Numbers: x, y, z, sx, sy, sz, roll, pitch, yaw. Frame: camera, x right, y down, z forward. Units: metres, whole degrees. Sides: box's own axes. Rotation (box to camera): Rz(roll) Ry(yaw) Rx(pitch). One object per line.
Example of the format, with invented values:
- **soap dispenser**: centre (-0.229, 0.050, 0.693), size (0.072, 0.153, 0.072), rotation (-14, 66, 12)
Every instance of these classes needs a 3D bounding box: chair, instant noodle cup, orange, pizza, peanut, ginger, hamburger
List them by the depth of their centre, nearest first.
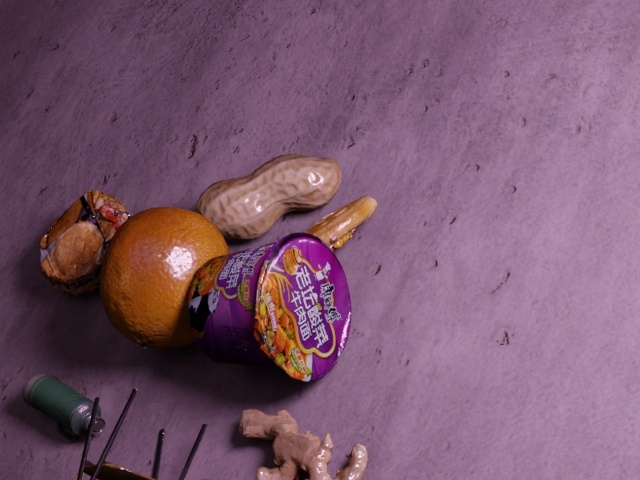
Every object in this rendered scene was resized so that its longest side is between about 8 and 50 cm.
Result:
- **ginger**: centre (-0.053, 0.357, 1.825), size (0.259, 0.065, 0.149), rotation (21, 65, 35)
- **chair**: centre (-0.327, 0.399, 1.880), size (0.172, 0.159, 0.246), rotation (-19, 48, 46)
- **instant noodle cup**: centre (-0.095, 0.117, 1.925), size (0.190, 0.251, 0.251), rotation (-6, 54, 38)
- **pizza**: centre (0.001, 0.002, 2.040), size (0.246, 0.058, 0.127), rotation (-35, 10, -5)
- **orange**: centre (-0.285, 0.073, 2.046), size (0.264, 0.264, 0.264), rotation (-15, 51, 19)
- **peanut**: centre (-0.099, -0.083, 2.145), size (0.298, 0.120, 0.136), rotation (-22, 73, 13)
- **hamburger**: centre (-0.476, 0.011, 2.299), size (0.231, 0.107, 0.231), rotation (-14, 56, 21)

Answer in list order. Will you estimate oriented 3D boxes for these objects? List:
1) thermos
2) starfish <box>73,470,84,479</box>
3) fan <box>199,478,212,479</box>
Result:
- **thermos**: centre (-0.477, 0.316, 2.091), size (0.188, 0.073, 0.083), rotation (21, 68, 38)
- **starfish**: centre (-0.480, 0.489, 1.977), size (0.208, 0.053, 0.176), rotation (-43, 46, -9)
- **fan**: centre (-0.174, 0.449, 1.863), size (0.227, 0.008, 0.152), rotation (-29, 46, 9)
